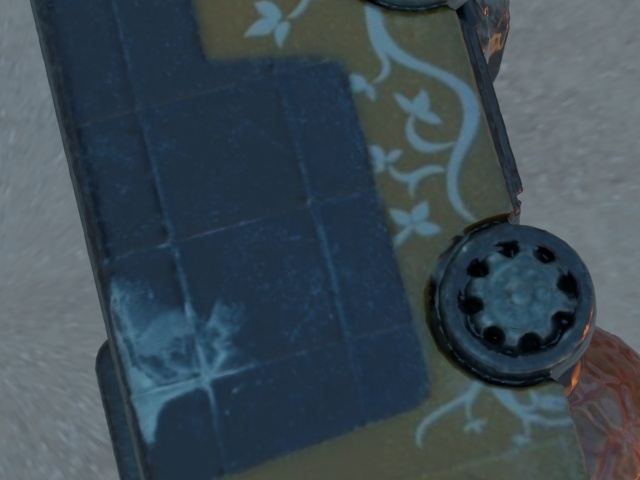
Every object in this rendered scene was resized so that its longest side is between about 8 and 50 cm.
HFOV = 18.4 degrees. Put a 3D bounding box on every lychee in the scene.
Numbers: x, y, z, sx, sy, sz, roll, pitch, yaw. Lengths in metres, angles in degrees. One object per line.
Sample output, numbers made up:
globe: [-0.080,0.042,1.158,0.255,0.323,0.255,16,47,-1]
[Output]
lychee: [0.180,0.183,1.664,0.300,0.255,0.255,35,82,-25]

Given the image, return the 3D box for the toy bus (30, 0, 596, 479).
toy bus: [0.000,0.000,0.801,0.194,0.162,0.323,-14,76,1]

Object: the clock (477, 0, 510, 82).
clock: [0.039,-0.177,1.426,0.049,0.226,0.226,-20,92,-41]
